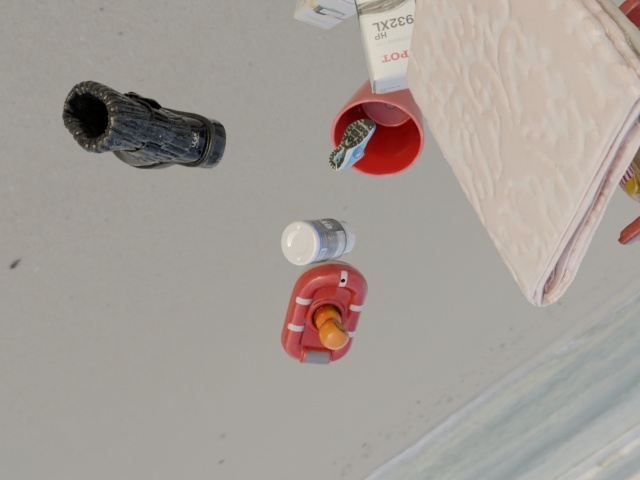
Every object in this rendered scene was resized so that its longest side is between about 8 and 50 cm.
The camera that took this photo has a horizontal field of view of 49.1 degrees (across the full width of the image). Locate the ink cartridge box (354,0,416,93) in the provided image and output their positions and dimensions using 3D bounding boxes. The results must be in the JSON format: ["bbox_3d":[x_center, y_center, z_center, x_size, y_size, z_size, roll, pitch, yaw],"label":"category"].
[{"bbox_3d":[0.174,-0.448,1.277,0.223,0.307,0.129,-11,180,5],"label":"ink cartridge box"}]

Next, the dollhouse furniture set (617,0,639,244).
[{"bbox_3d":[0.439,-0.110,0.781,0.374,0.201,0.152,3,142,-36],"label":"dollhouse furniture set"}]

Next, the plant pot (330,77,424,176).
[{"bbox_3d":[0.190,-0.365,2.108,0.243,0.275,0.275,-69,-175,-47],"label":"plant pot"}]

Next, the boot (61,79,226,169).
[{"bbox_3d":[-0.376,-0.212,1.325,0.260,0.348,0.131,3,92,-46],"label":"boot"}]

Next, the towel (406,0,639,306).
[{"bbox_3d":[0.175,-0.146,0.662,0.053,0.331,0.317,-15,149,-9],"label":"towel"}]

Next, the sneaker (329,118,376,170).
[{"bbox_3d":[0.090,-0.248,1.817,0.073,0.063,0.162,0,139,-50],"label":"sneaker"}]

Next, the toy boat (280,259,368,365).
[{"bbox_3d":[0.016,0.157,1.371,0.151,0.151,0.231,8,111,-18],"label":"toy boat"}]

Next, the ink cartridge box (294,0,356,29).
[{"bbox_3d":[0.041,-0.696,1.852,0.117,0.278,0.201,12,91,-20],"label":"ink cartridge box"}]

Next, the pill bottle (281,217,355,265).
[{"bbox_3d":[0.000,0.000,1.239,0.078,0.078,0.137,-49,159,27],"label":"pill bottle"}]
